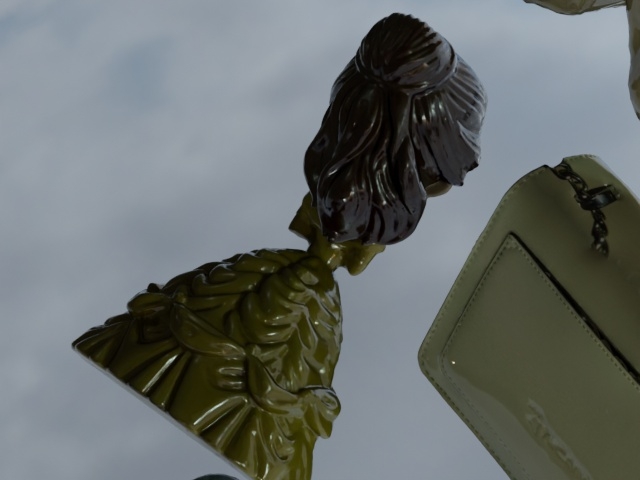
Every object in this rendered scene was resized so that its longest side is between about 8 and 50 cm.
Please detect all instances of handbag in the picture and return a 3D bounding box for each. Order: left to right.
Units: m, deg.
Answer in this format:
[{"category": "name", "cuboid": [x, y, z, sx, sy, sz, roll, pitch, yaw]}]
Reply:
[{"category": "handbag", "cuboid": [0.265, 0.128, 1.494, 0.160, 0.236, 0.358, -14, -129, -34]}]

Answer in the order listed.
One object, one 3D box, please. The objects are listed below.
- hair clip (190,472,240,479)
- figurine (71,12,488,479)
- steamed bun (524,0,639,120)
[{"category": "hair clip", "cuboid": [-0.083, 0.112, 0.541, 0.070, 0.039, 0.229, -20, 178, 16]}, {"category": "figurine", "cuboid": [0.002, 0.002, 1.228, 0.315, 0.168, 0.187, -54, -141, -8]}, {"category": "steamed bun", "cuboid": [0.187, -0.152, 0.589, 0.137, 0.292, 0.295, -10, 154, -29]}]
